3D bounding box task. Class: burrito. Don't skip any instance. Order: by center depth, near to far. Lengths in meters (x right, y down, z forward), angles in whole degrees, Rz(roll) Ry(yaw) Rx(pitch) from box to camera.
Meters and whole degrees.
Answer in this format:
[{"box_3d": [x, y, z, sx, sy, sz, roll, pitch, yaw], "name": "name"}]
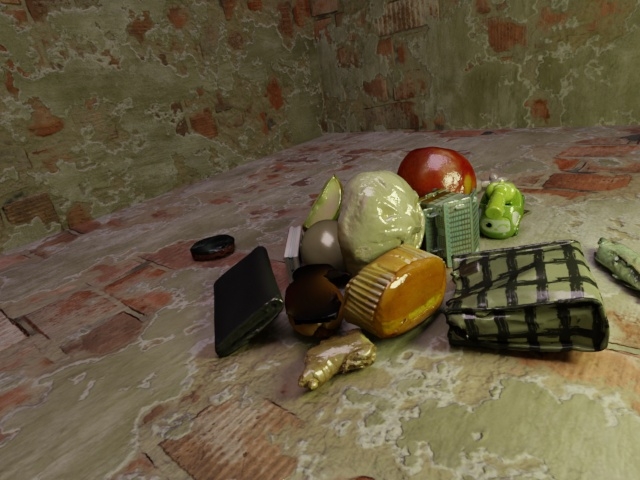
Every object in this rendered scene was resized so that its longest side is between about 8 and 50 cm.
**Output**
[{"box_3d": [0.827, 0.069, 1.132, 0.096, 0.066, 0.309, -2, 24, 6], "name": "burrito"}]

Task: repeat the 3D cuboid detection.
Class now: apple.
[{"box_3d": [0.027, -0.132, 1.795, 0.120, 0.265, 0.193, 31, -2, 5], "name": "apple"}]

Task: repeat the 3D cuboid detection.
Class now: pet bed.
[{"box_3d": [-0.455, 0.026, 1.793, 0.201, 0.054, 0.201, -8, 23, 3], "name": "pet bed"}]

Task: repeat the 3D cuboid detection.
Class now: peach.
[{"box_3d": [0.446, -0.227, 1.673, 0.307, 0.308, 0.333, -18, 56, -17], "name": "peach"}]

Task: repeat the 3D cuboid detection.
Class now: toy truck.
[{"box_3d": [0.614, -0.120, 1.450, 0.148, 0.211, 0.187, 9, 64, 32], "name": "toy truck"}]

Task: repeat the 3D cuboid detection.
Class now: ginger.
[{"box_3d": [0.030, 0.275, 0.988, 0.213, 0.074, 0.137, -25, 16, -20], "name": "ginger"}]

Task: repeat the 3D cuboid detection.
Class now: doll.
[{"box_3d": [0.777, -0.263, 1.938, 0.160, 0.059, 0.160, 1, 27, 26], "name": "doll"}]

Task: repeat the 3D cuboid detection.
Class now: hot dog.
[{"box_3d": [0.001, 0.176, 1.176, 0.193, 0.107, 0.326, -11, 21, 14], "name": "hot dog"}]

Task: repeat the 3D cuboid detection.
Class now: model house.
[{"box_3d": [0.412, -0.057, 1.400, 0.198, 0.224, 0.215, -24, 26, -31], "name": "model house"}]

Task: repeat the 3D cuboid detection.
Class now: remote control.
[{"box_3d": [-0.089, 0.044, 1.529, 0.055, 0.103, 0.277, -8, 23, 3], "name": "remote control"}]

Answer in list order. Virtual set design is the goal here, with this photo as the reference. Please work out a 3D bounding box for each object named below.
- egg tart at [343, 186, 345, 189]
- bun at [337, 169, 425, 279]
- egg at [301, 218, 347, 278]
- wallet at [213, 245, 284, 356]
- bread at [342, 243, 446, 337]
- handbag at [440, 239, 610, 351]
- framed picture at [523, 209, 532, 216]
[{"box_3d": [0.120, -0.197, 1.935, 0.252, 0.099, 0.232, -29, 2, 11], "name": "egg tart"}, {"box_3d": [0.198, -0.032, 1.272, 0.219, 0.366, 0.365, 6, 28, 25], "name": "bun"}, {"box_3d": [0.028, 0.029, 1.408, 0.185, 0.186, 0.242, -9, 24, 2], "name": "egg"}, {"box_3d": [-0.230, 0.163, 1.281, 0.228, 0.062, 0.406, -41, 23, 3], "name": "wallet"}, {"box_3d": [0.203, 0.137, 1.079, 0.288, 0.204, 0.156, -20, 32, -37], "name": "bread"}, {"box_3d": [0.477, 0.129, 1.027, 0.326, 0.163, 0.325, -6, 21, 26], "name": "handbag"}, {"box_3d": [0.677, -0.093, 1.644, 0.231, 0.010, 0.173, -22, 25, -25], "name": "framed picture"}]
